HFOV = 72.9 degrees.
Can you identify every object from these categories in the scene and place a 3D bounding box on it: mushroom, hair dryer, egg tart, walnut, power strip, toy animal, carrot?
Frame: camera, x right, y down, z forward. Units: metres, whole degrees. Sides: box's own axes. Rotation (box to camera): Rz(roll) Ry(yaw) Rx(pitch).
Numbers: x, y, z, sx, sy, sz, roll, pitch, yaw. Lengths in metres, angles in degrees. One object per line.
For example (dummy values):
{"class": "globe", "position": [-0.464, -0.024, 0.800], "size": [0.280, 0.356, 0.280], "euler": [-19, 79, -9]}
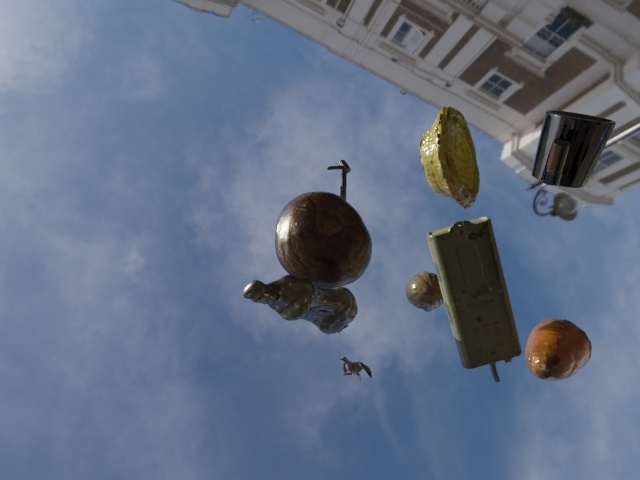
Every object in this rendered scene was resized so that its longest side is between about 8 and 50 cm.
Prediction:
{"class": "mushroom", "position": [0.004, -0.009, 0.926], "size": [0.194, 0.138, 0.231], "euler": [-33, -110, -36]}
{"class": "hair dryer", "position": [0.056, -0.243, 1.441], "size": [0.083, 0.026, 0.047], "euler": [-12, -129, -29]}
{"class": "egg tart", "position": [0.422, -0.267, 1.440], "size": [0.345, 0.132, 0.345], "euler": [23, -118, -52]}
{"class": "walnut", "position": [0.360, 0.171, 1.471], "size": [0.140, 0.162, 0.140], "euler": [0, -83, -1]}
{"class": "power strip", "position": [0.234, 0.095, 0.646], "size": [0.092, 0.034, 0.268], "euler": [-17, -79, 3]}
{"class": "toy animal", "position": [0.051, 0.221, 0.751], "size": [0.050, 0.084, 0.028], "euler": [30, -113, -23]}
{"class": "carrot", "position": [0.624, 0.307, 1.156], "size": [0.225, 0.159, 0.159], "euler": [-7, -108, -55]}

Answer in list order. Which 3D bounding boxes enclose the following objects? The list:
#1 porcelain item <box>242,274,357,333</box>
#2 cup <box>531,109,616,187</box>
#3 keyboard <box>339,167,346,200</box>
{"class": "porcelain item", "position": [-0.030, 0.093, 0.677], "size": [0.216, 0.081, 0.069], "euler": [25, -145, -48]}
{"class": "cup", "position": [0.637, -0.244, 1.154], "size": [0.239, 0.166, 0.177], "euler": [-7, -61, -28]}
{"class": "keyboard", "position": [0.066, -0.071, 1.298], "size": [0.018, 0.309, 0.101], "euler": [2, -128, 3]}
